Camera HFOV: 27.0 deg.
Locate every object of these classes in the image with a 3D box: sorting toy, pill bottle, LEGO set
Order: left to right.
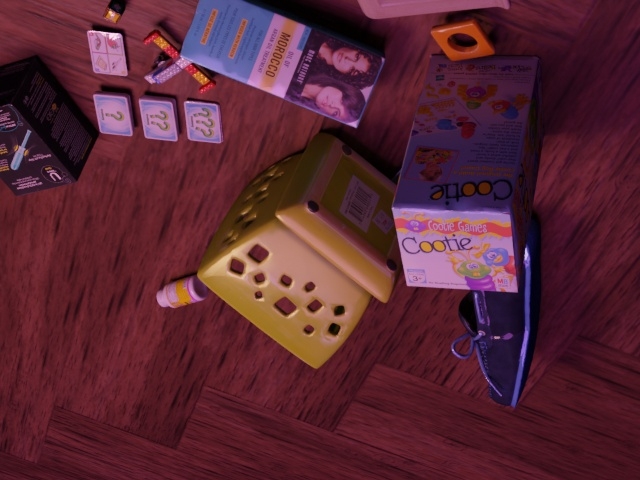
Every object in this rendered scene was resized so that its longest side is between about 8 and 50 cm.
[{"bbox_3d":[-0.231,-0.217,1.817,0.182,0.060,0.244,7,139,6],"label":"LEGO set"},{"bbox_3d":[-0.226,0.085,2.166,0.083,0.043,0.043,-17,130,34],"label":"pill bottle"},{"bbox_3d":[0.114,-0.335,1.558,0.196,0.047,0.348,2,150,24],"label":"sorting toy"}]

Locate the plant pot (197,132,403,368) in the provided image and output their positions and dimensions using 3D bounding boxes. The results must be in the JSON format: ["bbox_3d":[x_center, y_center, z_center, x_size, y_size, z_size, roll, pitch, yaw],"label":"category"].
[{"bbox_3d":[0.000,0.000,1.845,0.227,0.228,0.207,39,131,-12],"label":"plant pot"}]

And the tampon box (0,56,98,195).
[{"bbox_3d":[-0.421,-0.161,1.908,0.120,0.101,0.161,-10,134,29],"label":"tampon box"}]

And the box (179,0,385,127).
[{"bbox_3d":[-0.047,-0.236,1.693,0.244,0.060,0.101,21,106,-5],"label":"box"}]

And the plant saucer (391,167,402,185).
[{"bbox_3d":[0.136,-0.082,1.873,0.067,0.018,0.192,28,138,-12],"label":"plant saucer"}]

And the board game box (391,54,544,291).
[{"bbox_3d":[0.189,-0.087,1.648,0.144,0.275,0.142,3,138,16],"label":"board game box"}]

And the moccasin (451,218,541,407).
[{"bbox_3d":[0.262,0.097,1.970,0.116,0.138,0.342,8,125,16],"label":"moccasin"}]
